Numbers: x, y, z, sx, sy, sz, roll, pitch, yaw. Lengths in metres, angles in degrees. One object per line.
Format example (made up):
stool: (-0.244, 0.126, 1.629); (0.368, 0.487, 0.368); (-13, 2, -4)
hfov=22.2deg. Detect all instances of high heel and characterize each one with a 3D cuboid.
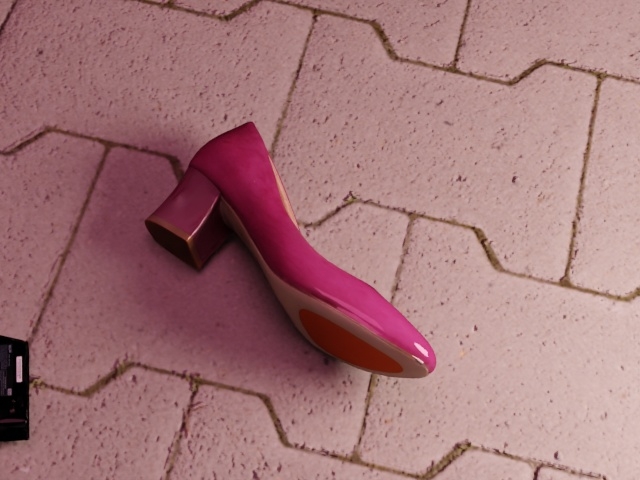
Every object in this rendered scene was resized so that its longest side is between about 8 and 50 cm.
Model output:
high heel: (0.000, 0.000, 1.759); (0.377, 0.127, 0.181); (32, 67, 21)

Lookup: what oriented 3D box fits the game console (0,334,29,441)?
game console: (-0.394, 0.237, 1.597); (0.213, 0.044, 0.361); (-2, 53, -6)
